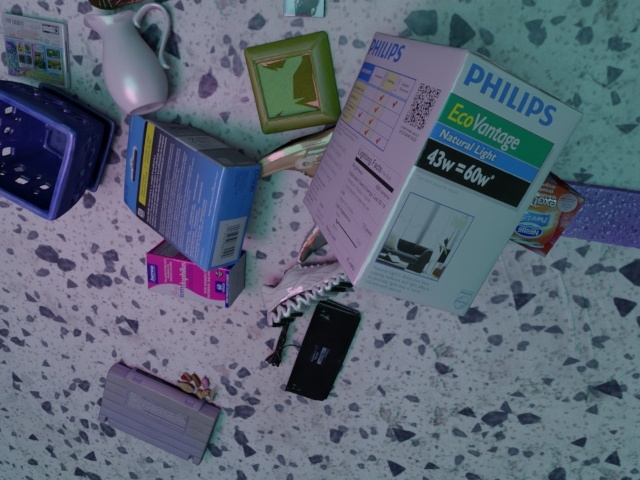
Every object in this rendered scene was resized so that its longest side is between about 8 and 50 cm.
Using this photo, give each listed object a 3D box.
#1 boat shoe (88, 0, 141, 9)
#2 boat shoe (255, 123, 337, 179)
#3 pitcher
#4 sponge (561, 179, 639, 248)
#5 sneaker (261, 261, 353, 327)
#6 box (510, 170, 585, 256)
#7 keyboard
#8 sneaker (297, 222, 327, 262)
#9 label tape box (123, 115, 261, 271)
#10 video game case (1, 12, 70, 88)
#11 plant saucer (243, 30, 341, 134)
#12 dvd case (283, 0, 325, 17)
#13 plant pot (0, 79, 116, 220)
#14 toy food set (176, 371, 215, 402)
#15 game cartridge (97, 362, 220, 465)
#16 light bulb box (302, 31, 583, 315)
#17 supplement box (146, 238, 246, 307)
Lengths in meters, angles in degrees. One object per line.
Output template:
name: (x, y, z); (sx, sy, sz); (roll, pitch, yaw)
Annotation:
boat shoe: (-0.425, -0.520, 1.033); (0.135, 0.045, 0.050); (1, 121, 8)
boat shoe: (-0.011, -0.180, 1.055); (0.302, 0.109, 0.098); (-18, 107, 13)
pitcher: (-0.386, -0.392, 1.047); (0.177, 0.125, 0.207); (-18, 97, 3)
sponge: (0.590, -0.054, 1.015); (0.209, 0.031, 0.117); (10, 115, 8)
sneaker: (-0.021, 0.098, 1.179); (0.292, 0.110, 0.118); (-30, 70, 12)
box: (0.372, -0.088, 0.923); (0.128, 0.257, 0.123); (26, 113, -1)
keyboard: (-0.032, 0.288, 1.300); (0.201, 0.033, 0.317); (19, 115, -2)
sneaker: (0.000, 0.000, 1.155); (0.064, 0.061, 0.158); (30, 116, -9)
label tape box: (-0.312, -0.125, 1.122); (0.347, 0.115, 0.249); (33, 120, 31)
video game case: (-0.661, -0.441, 1.134); (0.157, 0.019, 0.143); (12, 115, 6)
plant saucer: (-0.063, -0.328, 1.034); (0.188, 0.045, 0.188); (-6, 111, 15)
dvd case: (-0.032, -0.510, 0.968); (0.087, 0.013, 0.120); (7, 113, 10)
plant pot: (-0.620, -0.219, 1.112); (0.235, 0.212, 0.236); (29, 115, -1)
toy food set: (-0.365, 0.427, 1.440); (0.122, 0.019, 0.078); (28, 116, 8)
game cartridge: (-0.496, 0.530, 1.492); (0.354, 0.068, 0.230); (24, 112, 2)
light bulb box: (0.168, -0.131, 0.848); (0.225, 0.358, 0.361); (17, 110, -23)
supplement box: (-0.311, 0.077, 1.227); (0.219, 0.114, 0.111); (10, 115, 10)
